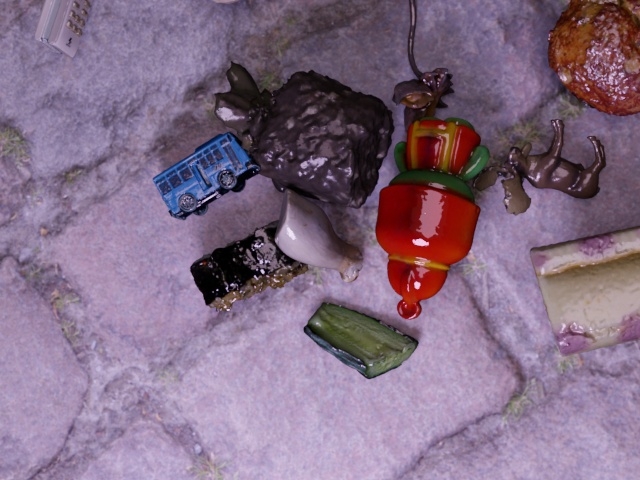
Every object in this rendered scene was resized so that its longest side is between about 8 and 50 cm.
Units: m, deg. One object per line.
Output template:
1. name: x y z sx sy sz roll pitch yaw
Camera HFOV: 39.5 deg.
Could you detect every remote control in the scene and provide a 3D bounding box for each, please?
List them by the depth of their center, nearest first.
1. remote control: -0.467 -0.499 1.712 0.055 0.103 0.277 18 89 5

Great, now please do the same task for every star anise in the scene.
1. star anise: 0.156 -0.339 1.636 0.218 0.148 0.227 -56 50 33

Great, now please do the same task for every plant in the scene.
1. plant: -0.042 -0.192 1.586 0.312 0.215 0.213 16 85 14

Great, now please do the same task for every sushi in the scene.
1. sushi: -0.126 0.048 1.616 0.212 0.147 0.115 -24 82 0

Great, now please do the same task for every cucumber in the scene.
1. cucumber: 0.065 0.191 1.619 0.193 0.086 0.115 30 47 9

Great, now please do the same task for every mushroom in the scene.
1. mushroom: 0.000 0.000 1.571 0.093 0.225 0.116 -29 38 35

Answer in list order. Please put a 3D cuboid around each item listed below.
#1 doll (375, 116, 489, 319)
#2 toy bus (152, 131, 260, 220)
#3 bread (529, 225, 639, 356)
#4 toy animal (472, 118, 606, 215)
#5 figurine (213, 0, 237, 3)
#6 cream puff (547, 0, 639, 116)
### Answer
1. doll: 0.187 -0.040 1.571 0.182 0.160 0.363 9 87 25
2. toy bus: -0.209 -0.122 1.665 0.184 0.090 0.106 -31 81 5
3. bread: 0.528 0.067 1.447 0.338 0.155 0.187 -14 74 13
4. toy animal: 0.398 -0.124 1.591 0.214 0.094 0.186 23 98 0
5. figurine: -0.223 -0.575 1.675 0.332 0.204 0.185 38 93 36
6. cream puff: 0.520 -0.342 1.558 0.240 0.164 0.240 -1 86 13
